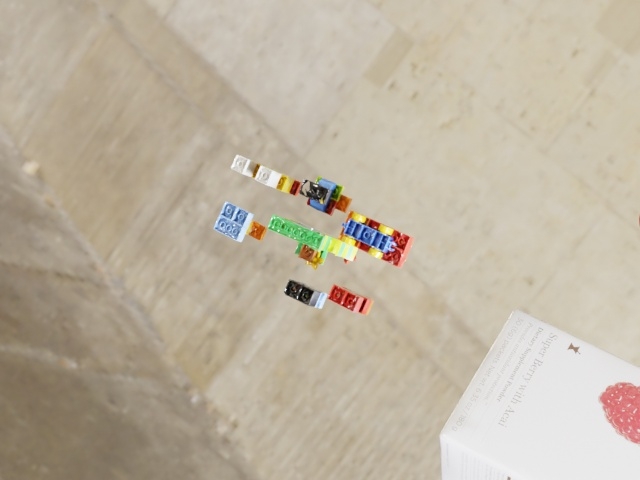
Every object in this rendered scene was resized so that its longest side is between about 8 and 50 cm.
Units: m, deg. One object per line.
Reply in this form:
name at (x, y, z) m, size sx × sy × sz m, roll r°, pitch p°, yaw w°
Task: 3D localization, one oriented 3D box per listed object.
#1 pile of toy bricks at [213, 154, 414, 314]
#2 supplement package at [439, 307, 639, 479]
pile of toy bricks at (0.000, 0.000, 1.313) m, size 0.212 × 0.118 × 0.105 m, roll 26°, pitch 4°, yaw 28°
supplement package at (0.295, 0.236, 1.404) m, size 0.293 × 0.177 × 0.175 m, roll 25°, pitch -25°, yaw 19°
